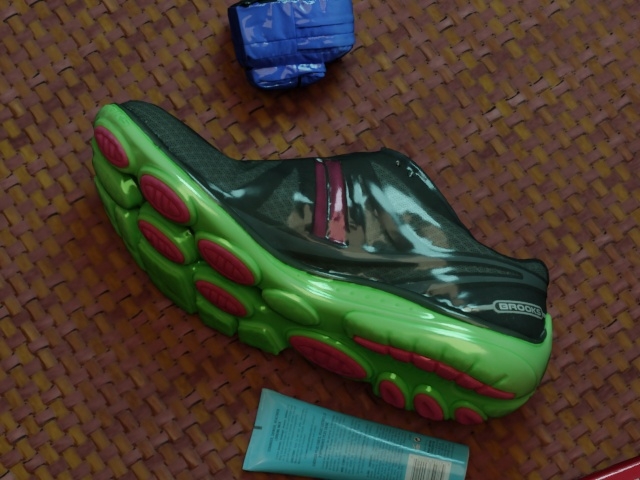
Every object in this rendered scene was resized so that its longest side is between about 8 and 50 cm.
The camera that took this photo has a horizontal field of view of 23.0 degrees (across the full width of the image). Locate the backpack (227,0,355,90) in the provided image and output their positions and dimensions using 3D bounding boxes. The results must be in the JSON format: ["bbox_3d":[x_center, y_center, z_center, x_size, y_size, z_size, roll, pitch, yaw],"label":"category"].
[{"bbox_3d":[-0.025,-0.205,1.577,0.120,0.098,0.101,-13,104,-9],"label":"backpack"}]

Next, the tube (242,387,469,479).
[{"bbox_3d":[0.036,0.200,1.488,0.207,0.052,0.080,12,68,3],"label":"tube"}]

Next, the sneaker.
[{"bbox_3d":[0.000,0.000,1.498,0.482,0.185,0.202,29,55,0],"label":"sneaker"}]

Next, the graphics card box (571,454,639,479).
[{"bbox_3d":[0.293,0.395,1.431,0.232,0.094,0.371,-18,77,-11],"label":"graphics card box"}]
